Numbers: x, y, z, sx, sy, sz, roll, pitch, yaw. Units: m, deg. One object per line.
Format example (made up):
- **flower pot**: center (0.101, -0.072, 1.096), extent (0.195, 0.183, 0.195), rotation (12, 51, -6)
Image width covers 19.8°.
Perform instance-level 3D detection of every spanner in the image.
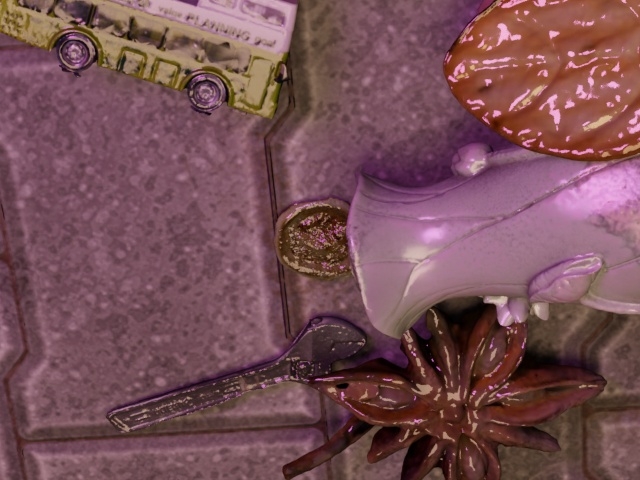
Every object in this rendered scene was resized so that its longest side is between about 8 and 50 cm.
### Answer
- **spanner**: center (-0.097, 0.162, 2.109), extent (0.325, 0.026, 0.093), rotation (-19, 116, 13)

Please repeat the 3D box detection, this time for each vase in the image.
- **vase**: center (0.246, -0.028, 1.883), extent (0.445, 0.250, 0.250), rotation (-13, 118, 15)

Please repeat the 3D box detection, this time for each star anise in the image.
- **star anise**: center (0.139, 0.182, 2.070), extent (0.292, 0.109, 0.349), rotation (33, 104, -8)

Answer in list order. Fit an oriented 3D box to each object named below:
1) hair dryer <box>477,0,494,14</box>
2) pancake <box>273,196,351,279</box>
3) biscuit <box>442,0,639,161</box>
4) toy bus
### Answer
- **hair dryer**: center (0.224, -0.315, 1.804), extent (0.189, 0.107, 0.344), rotation (25, 123, -11)
- **pancake**: center (-0.001, 0.000, 2.022), extent (0.108, 0.017, 0.108), rotation (0, 115, 0)
- **biscuit**: center (0.244, -0.175, 1.780), extent (0.260, 0.041, 0.203), rotation (-3, 85, 23)
- **toy bus**: center (-0.171, -0.228, 1.852), extent (0.301, 0.113, 0.139), rotation (16, 114, -6)
